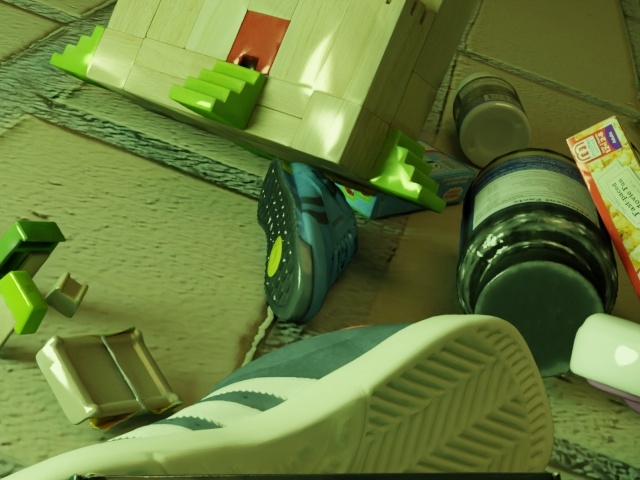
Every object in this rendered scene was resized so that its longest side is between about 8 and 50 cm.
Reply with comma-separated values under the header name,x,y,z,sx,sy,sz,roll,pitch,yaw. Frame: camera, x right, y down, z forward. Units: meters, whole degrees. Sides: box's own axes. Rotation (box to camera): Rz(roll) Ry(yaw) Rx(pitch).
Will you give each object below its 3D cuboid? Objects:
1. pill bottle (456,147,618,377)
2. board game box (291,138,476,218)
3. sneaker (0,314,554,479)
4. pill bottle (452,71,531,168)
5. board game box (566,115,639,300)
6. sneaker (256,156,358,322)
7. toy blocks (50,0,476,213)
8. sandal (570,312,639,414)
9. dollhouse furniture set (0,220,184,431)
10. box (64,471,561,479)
name,x,y,z,sx,sy,sz,roll,pitch,yaw
pill bottle,0.169,0.016,0.970,0.123,0.123,0.219,20,24,0
board game box,0.023,-0.094,1.195,0.211,0.039,0.160,35,28,30
sneaker,-0.057,0.134,0.577,0.350,0.131,0.148,-17,2,-32
pill bottle,0.187,-0.137,1.365,0.078,0.078,0.137,17,24,-6
board game box,0.268,0.009,0.980,0.147,0.045,0.193,21,45,-64
sneaker,0.000,0.000,0.942,0.082,0.069,0.209,18,23,-13
toy blocks,-0.023,-0.208,1.049,0.381,0.261,0.191,21,-3,34
sandal,0.298,0.146,0.819,0.416,0.102,0.169,24,-1,-34
dollhouse furniture set,-0.157,0.062,0.743,0.076,0.058,0.151,-1,50,-53
box,0.007,0.178,0.468,0.220,0.051,0.175,6,66,-29
